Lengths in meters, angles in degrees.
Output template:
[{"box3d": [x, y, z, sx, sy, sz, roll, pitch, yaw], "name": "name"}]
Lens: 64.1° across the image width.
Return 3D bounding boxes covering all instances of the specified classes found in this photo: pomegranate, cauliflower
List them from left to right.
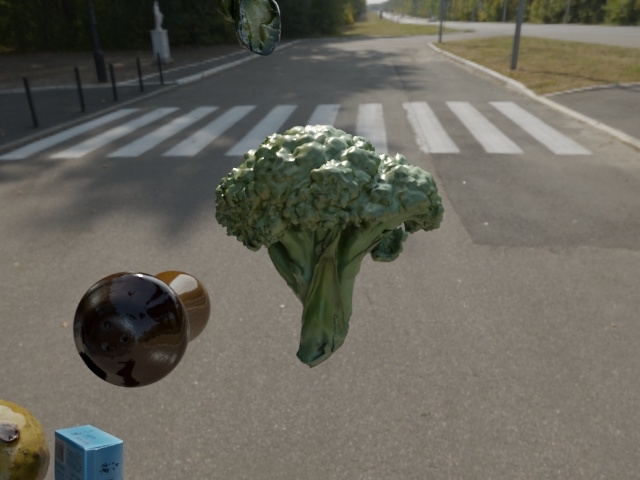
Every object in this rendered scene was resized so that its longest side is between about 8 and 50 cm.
[{"box3d": [-0.752, 0.496, 1.133, 0.280, 0.282, 0.281, -1, 22, 1], "name": "pomegranate"}, {"box3d": [0.010, -0.021, 0.702, 0.326, 0.281, 0.260, 16, 39, 41], "name": "cauliflower"}]

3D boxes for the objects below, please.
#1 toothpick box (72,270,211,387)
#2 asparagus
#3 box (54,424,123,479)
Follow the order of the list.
[{"box3d": [-0.306, 0.141, 0.923, 0.191, 0.192, 0.294, -1, 3, 3], "name": "toothpick box"}, {"box3d": [-0.098, -0.313, 0.661, 0.080, 0.080, 0.287, -8, 36, -16], "name": "asparagus"}, {"box3d": [-0.499, 0.490, 1.094, 0.083, 0.143, 0.232, 4, -10, -42], "name": "box"}]
